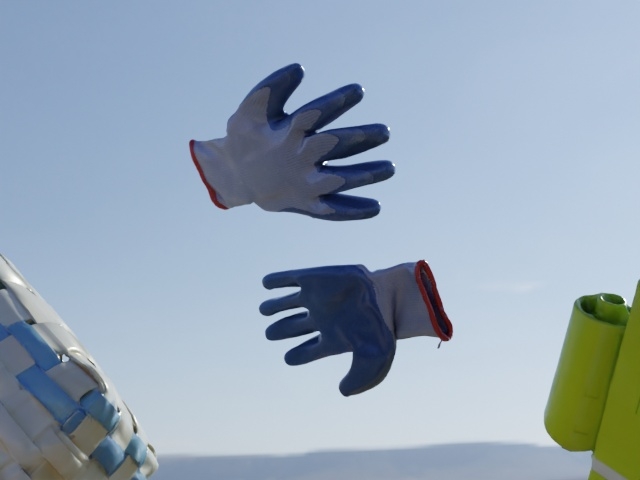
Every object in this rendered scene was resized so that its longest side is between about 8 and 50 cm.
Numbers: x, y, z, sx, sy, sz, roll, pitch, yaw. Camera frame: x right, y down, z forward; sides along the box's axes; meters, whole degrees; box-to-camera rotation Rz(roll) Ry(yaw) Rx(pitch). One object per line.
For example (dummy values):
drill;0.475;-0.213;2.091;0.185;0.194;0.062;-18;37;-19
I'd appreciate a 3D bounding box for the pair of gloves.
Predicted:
pair of gloves;0.000;0.000;0.622;0.023;0.198;0.159;-31;12;-38

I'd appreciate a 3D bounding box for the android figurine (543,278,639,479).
android figurine;0.225;0.126;0.572;0.056;0.273;0.248;-11;31;-37

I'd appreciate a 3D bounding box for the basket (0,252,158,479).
basket;-0.255;0.146;0.608;0.289;0.255;0.201;-36;-27;-16
